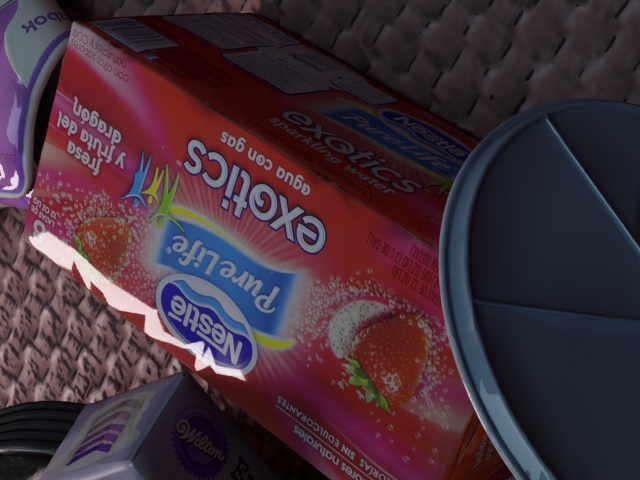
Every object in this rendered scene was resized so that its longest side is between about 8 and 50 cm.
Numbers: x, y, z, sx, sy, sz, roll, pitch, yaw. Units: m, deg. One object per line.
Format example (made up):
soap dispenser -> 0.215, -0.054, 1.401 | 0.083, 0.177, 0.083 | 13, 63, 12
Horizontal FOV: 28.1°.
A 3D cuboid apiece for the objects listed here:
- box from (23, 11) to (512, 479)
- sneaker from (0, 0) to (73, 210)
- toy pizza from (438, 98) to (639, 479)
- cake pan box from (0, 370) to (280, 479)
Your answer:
box -> 0.000, 0.000, 0.589 | 0.257, 0.128, 0.122 | 33, 119, 28
sneaker -> -0.226, -0.030, 0.777 | 0.161, 0.102, 0.282 | 42, 121, 20
toy pizza -> 0.126, 0.038, 0.461 | 0.201, 0.201, 0.032 | 59, 142, 13
cake pan box -> -0.092, 0.199, 0.662 | 0.246, 0.070, 0.267 | -24, 115, 35
